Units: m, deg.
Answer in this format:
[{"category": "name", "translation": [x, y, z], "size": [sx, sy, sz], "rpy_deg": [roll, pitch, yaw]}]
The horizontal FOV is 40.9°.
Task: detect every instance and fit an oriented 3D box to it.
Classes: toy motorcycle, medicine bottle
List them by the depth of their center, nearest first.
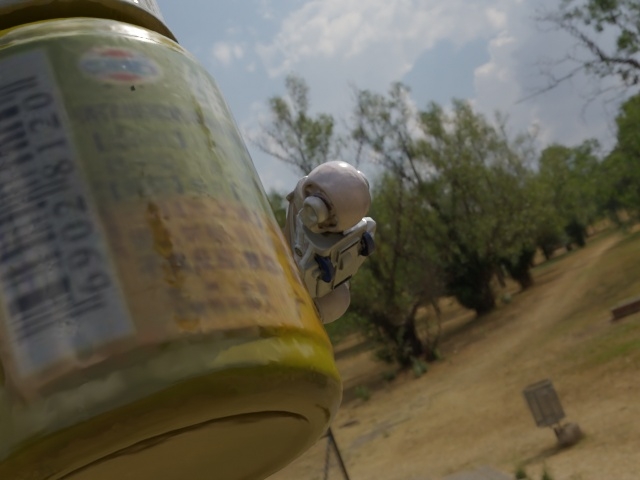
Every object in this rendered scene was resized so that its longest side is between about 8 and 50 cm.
[{"category": "medicine bottle", "translation": [-0.154, -0.026, 0.542], "size": [0.224, 0.384, 0.224], "rpy_deg": [-21, -25, -10]}, {"category": "toy motorcycle", "translation": [0.000, 0.000, 0.963], "size": [0.112, 0.112, 0.254], "rpy_deg": [-18, -32, -19]}]

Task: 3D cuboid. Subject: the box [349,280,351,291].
[{"category": "box", "translation": [-0.017, 0.071, 1.409], "size": [0.126, 0.091, 0.031], "rpy_deg": [-28, 22, -16]}]
